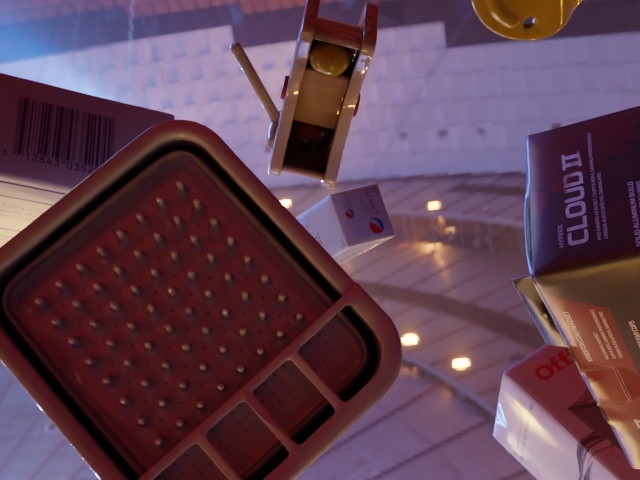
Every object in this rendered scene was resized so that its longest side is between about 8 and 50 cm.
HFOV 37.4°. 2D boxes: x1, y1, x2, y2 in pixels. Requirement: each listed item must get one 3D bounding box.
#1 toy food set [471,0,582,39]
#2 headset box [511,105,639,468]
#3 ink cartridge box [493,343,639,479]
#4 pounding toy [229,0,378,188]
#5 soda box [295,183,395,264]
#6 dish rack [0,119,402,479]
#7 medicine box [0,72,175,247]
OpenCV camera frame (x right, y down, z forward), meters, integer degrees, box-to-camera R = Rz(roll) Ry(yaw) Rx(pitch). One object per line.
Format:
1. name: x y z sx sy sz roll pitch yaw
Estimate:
1. toy food set: 0.173 -0.268 0.755 0.128 0.218 0.071 -11 -131 -3
2. headset box: 0.257 0.019 0.521 0.293 0.218 0.110 -14 -135 25
3. ink cartridge box: 0.328 0.194 0.895 0.198 0.115 0.273 -28 -131 -23
4. pounding toy: -0.037 -0.158 1.058 0.154 0.269 0.154 13 -122 -5
5. soda box: 0.000 0.000 1.189 0.074 0.069 0.216 -14 170 -32
6. dish rack: -0.123 0.083 0.879 0.285 0.333 0.072 -41 172 -10
7. medicine box: -0.339 -0.039 1.139 0.263 0.289 0.149 11 -126 -22
